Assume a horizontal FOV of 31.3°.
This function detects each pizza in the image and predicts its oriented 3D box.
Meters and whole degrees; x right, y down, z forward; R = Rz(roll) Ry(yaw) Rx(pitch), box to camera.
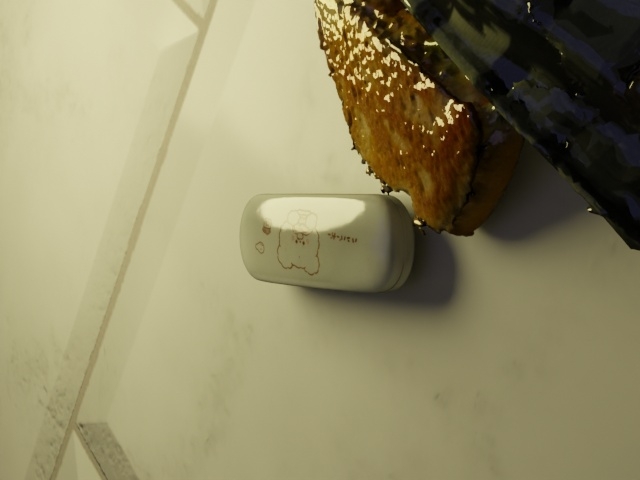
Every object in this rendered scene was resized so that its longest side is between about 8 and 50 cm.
[{"bbox_3d":[0.068,-0.101,0.792,0.226,0.069,0.147,47,148,43],"label":"pizza"}]

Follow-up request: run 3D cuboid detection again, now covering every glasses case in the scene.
[{"bbox_3d":[0.000,0.000,0.890,0.193,0.049,0.074,4,96,52],"label":"glasses case"}]

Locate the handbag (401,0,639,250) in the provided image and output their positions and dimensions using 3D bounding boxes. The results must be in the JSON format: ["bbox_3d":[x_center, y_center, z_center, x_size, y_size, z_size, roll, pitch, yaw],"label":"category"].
[{"bbox_3d":[0.179,-0.201,0.578,0.327,0.163,0.325,57,136,22],"label":"handbag"}]
